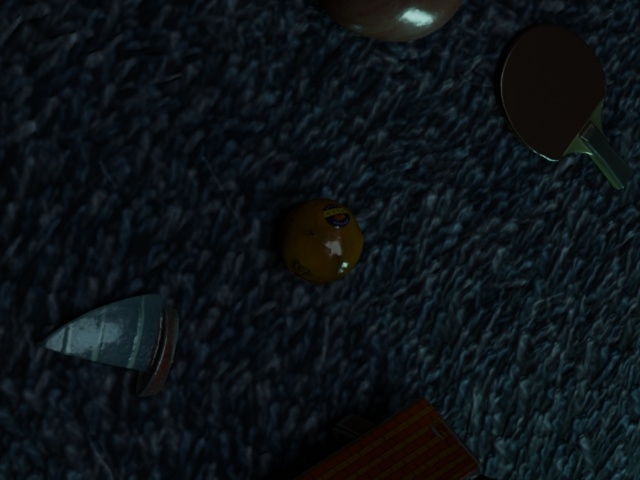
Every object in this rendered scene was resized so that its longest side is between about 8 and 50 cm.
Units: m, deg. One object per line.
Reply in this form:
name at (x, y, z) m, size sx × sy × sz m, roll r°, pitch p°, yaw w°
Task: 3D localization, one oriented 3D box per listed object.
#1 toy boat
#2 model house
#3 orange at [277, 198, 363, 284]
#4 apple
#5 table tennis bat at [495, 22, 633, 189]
toy boat at (-0.189, 0.086, 1.446) m, size 0.122 × 0.034 × 0.096 m, roll 17°, pitch 84°, yaw -32°
model house at (0.066, 0.267, 1.540) m, size 0.294 × 0.207 × 0.154 m, roll -30°, pitch 110°, yaw -25°
orange at (-0.001, 0.000, 1.522) m, size 0.083 × 0.083 × 0.084 m, roll -6°, pitch 102°, yaw -31°
apple at (0.071, -0.260, 1.492) m, size 0.153 × 0.120 × 0.153 m, roll -7°, pitch 102°, yaw -32°
table tennis bat at (0.264, -0.135, 1.698) m, size 0.220 × 0.019 × 0.130 m, roll 45°, pitch 74°, yaw -28°
